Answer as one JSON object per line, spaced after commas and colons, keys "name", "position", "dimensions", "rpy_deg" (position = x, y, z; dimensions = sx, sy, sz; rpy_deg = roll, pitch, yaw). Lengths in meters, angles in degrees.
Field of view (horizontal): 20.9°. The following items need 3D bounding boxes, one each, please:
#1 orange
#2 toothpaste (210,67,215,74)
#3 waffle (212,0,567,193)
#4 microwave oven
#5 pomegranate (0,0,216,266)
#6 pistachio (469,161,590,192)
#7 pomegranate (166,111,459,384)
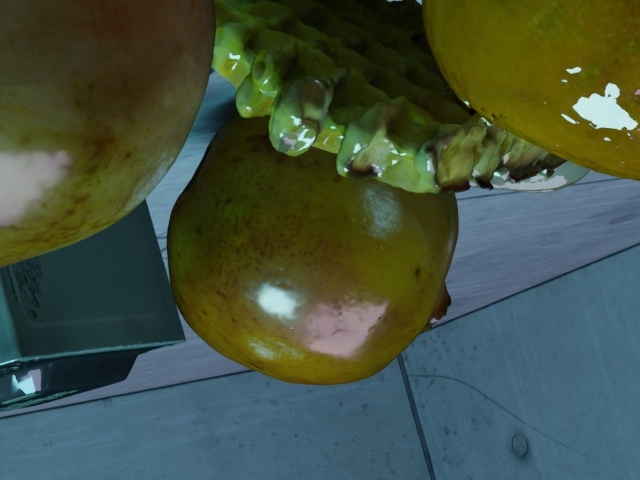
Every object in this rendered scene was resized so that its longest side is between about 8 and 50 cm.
{"name": "orange", "position": [0.199, -0.146, 1.000], "dimensions": [0.284, 0.226, 0.284], "rpy_deg": [12, -166, -3]}
{"name": "toothpaste", "position": [-0.146, -0.135, 1.151], "dimensions": [0.268, 0.047, 0.069], "rpy_deg": [-4, 160, -47]}
{"name": "waffle", "position": [0.054, -0.099, 1.153], "dimensions": [0.310, 0.065, 0.283], "rpy_deg": [12, -155, -17]}
{"name": "microwave oven", "position": [-0.253, 0.006, 1.245], "dimensions": [0.181, 0.237, 0.295], "rpy_deg": [-17, 175, 15]}
{"name": "pomegranate", "position": [-0.162, -0.098, 0.802], "dimensions": [0.252, 0.229, 0.270], "rpy_deg": [-22, 174, 40]}
{"name": "pistachio", "position": [0.171, -0.099, 1.626], "dimensions": [0.185, 0.124, 0.124], "rpy_deg": [-14, 171, 8]}
{"name": "pomegranate", "position": [0.000, 0.000, 1.518], "dimensions": [0.264, 0.264, 0.264], "rpy_deg": [-15, 170, -3]}
